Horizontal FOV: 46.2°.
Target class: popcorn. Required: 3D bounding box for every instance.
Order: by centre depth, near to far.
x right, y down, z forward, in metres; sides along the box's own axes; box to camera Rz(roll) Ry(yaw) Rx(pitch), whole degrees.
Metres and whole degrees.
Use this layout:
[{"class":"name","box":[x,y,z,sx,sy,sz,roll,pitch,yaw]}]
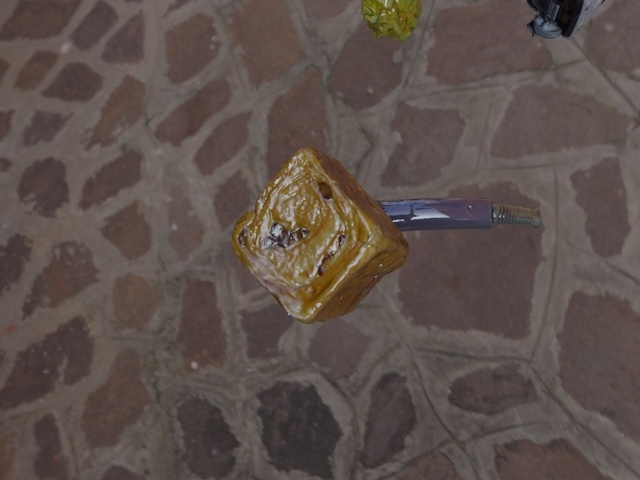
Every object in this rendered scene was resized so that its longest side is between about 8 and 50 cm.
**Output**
[{"class":"popcorn","box":[0.114,-0.404,1.289,0.106,0.121,0.116,42,119,41]}]

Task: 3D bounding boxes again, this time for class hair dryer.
[{"class":"hair dryer","box":[0.143,-0.017,1.119,0.361,0.301,0.121,-1,73,9]}]

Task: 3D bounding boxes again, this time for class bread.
[{"class":"bread","box":[0.000,0.000,0.842,0.149,0.143,0.158,-42,79,15]}]

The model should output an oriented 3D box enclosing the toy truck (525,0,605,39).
[{"class":"toy truck","box":[0.228,-0.351,0.848,0.124,0.114,0.253,-40,74,-7]}]
